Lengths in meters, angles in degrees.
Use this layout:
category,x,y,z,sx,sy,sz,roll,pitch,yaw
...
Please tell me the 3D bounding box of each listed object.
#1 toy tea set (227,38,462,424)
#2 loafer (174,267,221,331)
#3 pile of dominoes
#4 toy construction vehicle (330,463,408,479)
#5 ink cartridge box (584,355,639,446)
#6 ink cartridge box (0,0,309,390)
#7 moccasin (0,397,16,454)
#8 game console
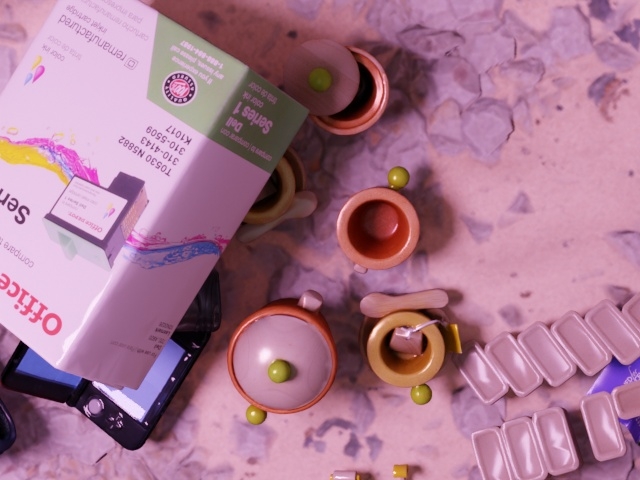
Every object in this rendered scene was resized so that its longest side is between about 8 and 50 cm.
category,x,y,z,sx,sy,sz,roll,pitch,yaw
toy tea set,0.000,0.000,1.206,0.200,0.124,0.336,-11,101,6
loafer,-0.124,-0.003,1.228,0.061,0.062,0.170,-4,80,-11
pile of dominoes,0.256,0.153,1.241,0.251,0.040,0.196,-19,78,16
toy construction vehicle,0.048,0.256,1.305,0.085,0.035,0.098,-5,99,16
ink cartridge box,0.372,0.119,1.229,0.208,0.045,0.206,34,102,9
ink cartridge box,-0.175,-0.048,1.151,0.201,0.117,0.278,33,92,28
moccasin,-0.361,0.044,1.245,0.116,0.138,0.342,-13,114,20
game console,-0.190,0.103,1.256,0.124,0.085,0.144,36,103,17
